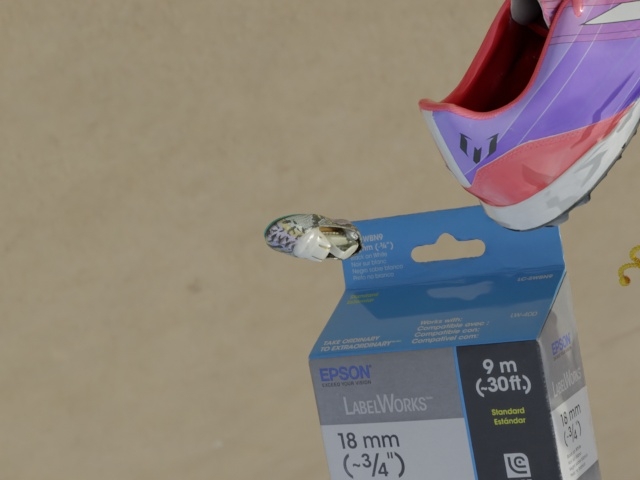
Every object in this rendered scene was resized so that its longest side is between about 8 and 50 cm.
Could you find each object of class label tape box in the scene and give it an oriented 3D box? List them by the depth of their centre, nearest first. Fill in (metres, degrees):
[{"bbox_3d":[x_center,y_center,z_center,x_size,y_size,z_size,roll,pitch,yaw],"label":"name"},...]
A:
[{"bbox_3d":[0.119,0.142,1.530,0.240,0.334,0.106,-7,-173,30],"label":"label tape box"}]

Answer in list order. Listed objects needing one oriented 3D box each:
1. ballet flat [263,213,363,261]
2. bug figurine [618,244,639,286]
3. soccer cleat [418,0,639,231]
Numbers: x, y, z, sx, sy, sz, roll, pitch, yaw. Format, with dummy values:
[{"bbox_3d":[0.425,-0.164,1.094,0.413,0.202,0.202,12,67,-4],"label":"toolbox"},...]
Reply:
[{"bbox_3d":[0.000,0.000,1.377,0.041,0.041,0.114,-36,159,29],"label":"ballet flat"},{"bbox_3d":[0.312,0.022,1.289,0.072,0.216,0.279,9,137,-9],"label":"bug figurine"},{"bbox_3d":[0.189,-0.157,1.069,0.116,0.108,0.318,44,79,-31],"label":"soccer cleat"}]
